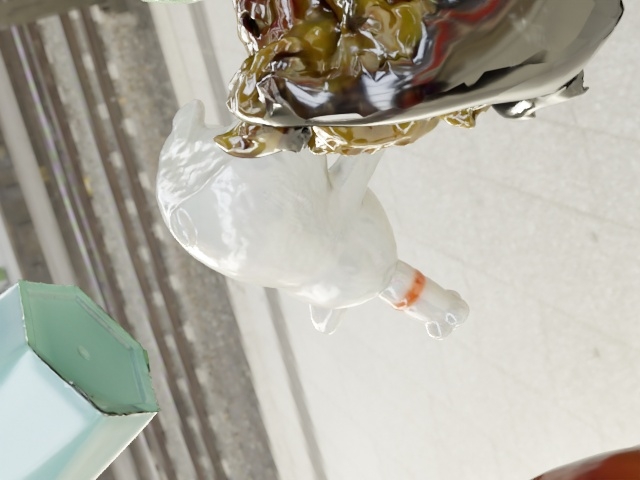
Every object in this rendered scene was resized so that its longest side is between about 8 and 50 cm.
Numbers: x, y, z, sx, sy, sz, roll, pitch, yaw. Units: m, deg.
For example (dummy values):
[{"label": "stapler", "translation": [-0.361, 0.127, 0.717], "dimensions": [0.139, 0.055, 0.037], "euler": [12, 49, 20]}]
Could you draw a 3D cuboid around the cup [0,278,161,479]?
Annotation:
[{"label": "cup", "translation": [-0.215, 0.134, 0.663], "dimensions": [0.134, 0.236, 0.148], "euler": [43, -163, -12]}]

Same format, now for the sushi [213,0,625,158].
[{"label": "sushi", "translation": [0.046, -0.138, 0.612], "dimensions": [0.200, 0.204, 0.213], "euler": [113, 154, -63]}]

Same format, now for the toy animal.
[{"label": "toy animal", "translation": [-0.003, -0.015, 0.885], "dimensions": [0.141, 0.282, 0.138], "euler": [-13, 62, 39]}]

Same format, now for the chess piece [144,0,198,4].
[{"label": "chess piece", "translation": [-0.101, -0.280, 0.703], "dimensions": [0.298, 0.176, 0.175], "euler": [107, 141, -78]}]

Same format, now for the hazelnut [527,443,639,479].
[{"label": "hazelnut", "translation": [0.142, 0.167, 0.401], "dimensions": [0.214, 0.214, 0.176], "euler": [-133, 37, -52]}]
